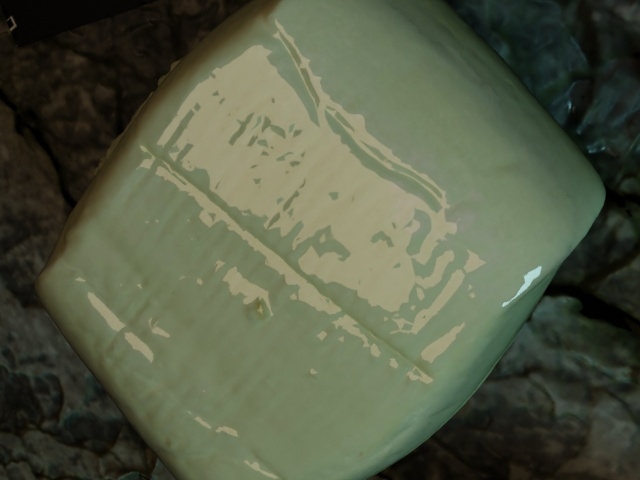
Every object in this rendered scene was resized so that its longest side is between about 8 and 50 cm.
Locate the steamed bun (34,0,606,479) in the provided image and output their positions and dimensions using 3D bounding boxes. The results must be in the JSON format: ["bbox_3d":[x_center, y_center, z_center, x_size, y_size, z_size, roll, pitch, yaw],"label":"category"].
[{"bbox_3d":[0.000,0.000,0.536,0.200,0.155,0.250,46,115,1],"label":"steamed bun"}]

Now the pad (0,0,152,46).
[{"bbox_3d":[-0.105,-0.211,0.599,0.243,0.004,0.164,-12,103,30],"label":"pad"}]
